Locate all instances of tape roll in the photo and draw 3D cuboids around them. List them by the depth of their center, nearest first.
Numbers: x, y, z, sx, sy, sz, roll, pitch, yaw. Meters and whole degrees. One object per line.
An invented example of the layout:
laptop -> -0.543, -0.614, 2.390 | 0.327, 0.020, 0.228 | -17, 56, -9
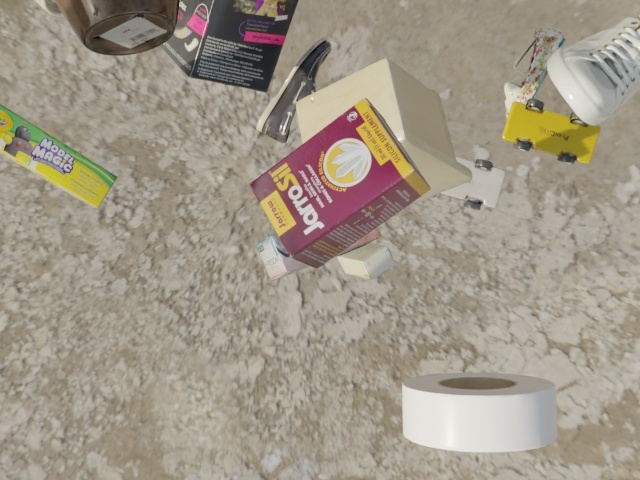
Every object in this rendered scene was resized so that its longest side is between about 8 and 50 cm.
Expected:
tape roll -> 0.293, 0.313, 1.423 | 0.286, 0.286, 0.100 | -2, 88, -4

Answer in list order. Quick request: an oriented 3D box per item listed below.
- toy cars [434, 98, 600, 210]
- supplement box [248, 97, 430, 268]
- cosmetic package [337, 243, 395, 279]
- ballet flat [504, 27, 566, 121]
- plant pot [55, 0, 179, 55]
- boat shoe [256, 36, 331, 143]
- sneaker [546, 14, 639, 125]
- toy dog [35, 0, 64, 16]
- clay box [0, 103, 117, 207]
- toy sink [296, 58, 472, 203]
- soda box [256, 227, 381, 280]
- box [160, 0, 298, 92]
toy cars -> 0.365, -0.173, 1.549 | 0.393, 0.087, 0.176 | -25, 95, 1
supplement box -> 0.011, -0.031, 0.432 | 0.083, 0.043, 0.055 | -36, 69, 11
cosmetic package -> 0.085, 0.037, 1.430 | 0.060, 0.115, 0.041 | -32, 106, -17
ballet flat -> 0.439, -0.343, 1.628 | 0.077, 0.091, 0.241 | 25, 97, 4
plant pot -> -0.244, -0.343, 0.882 | 0.215, 0.215, 0.230 | -15, 82, -2
boat shoe -> -0.034, -0.269, 1.378 | 0.065, 0.075, 0.206 | 36, 98, 3
sneaker -> 0.375, -0.234, 0.959 | 0.106, 0.290, 0.123 | 51, 128, 1
toy dog -> -0.336, -0.502, 1.097 | 0.220, 0.334, 0.161 | -15, 63, -20
clay box -> -0.373, -0.120, 0.979 | 0.222, 0.127, 0.053 | 34, 82, -16
toy sink -> 0.098, -0.146, 1.101 | 0.152, 0.234, 0.131 | -21, 70, 30
soda box -> 0.000, 0.000, 1.155 | 0.183, 0.058, 0.063 | -21, 84, -32
box -> -0.133, -0.393, 1.187 | 0.143, 0.165, 0.270 | 5, 118, -36
